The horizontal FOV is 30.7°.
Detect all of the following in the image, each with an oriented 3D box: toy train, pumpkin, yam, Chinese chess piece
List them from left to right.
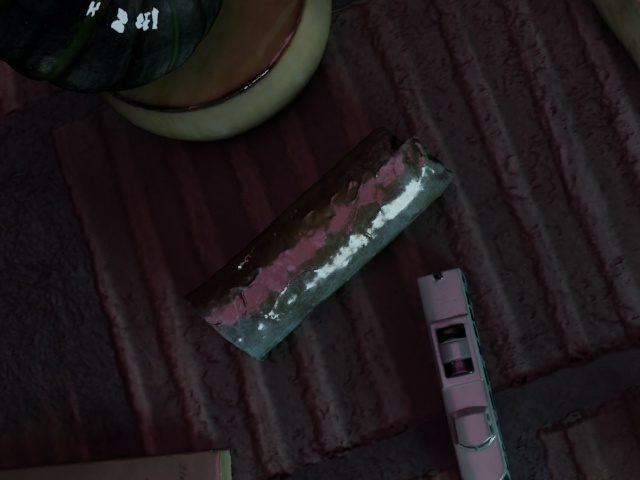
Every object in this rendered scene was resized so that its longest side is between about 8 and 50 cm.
[{"bbox_3d":[-0.199,-0.248,1.003,0.250,0.216,0.249,1,87,-18],"label":"pumpkin"},{"bbox_3d":[-0.117,-0.223,1.127,0.257,0.104,0.257,-3,79,13],"label":"Chinese chess piece"},{"bbox_3d":[0.000,0.000,1.063,0.259,0.093,0.093,-42,73,2],"label":"yam"},{"bbox_3d":[0.128,0.129,1.027,0.043,0.047,0.207,-15,74,12],"label":"toy train"}]

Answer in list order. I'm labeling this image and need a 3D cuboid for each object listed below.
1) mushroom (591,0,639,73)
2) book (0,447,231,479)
[{"bbox_3d":[0.298,-0.214,1.042,0.100,0.081,0.312,-33,77,8],"label":"mushroom"},{"bbox_3d":[-0.216,0.309,1.084,0.283,0.025,0.214,-6,79,12],"label":"book"}]
